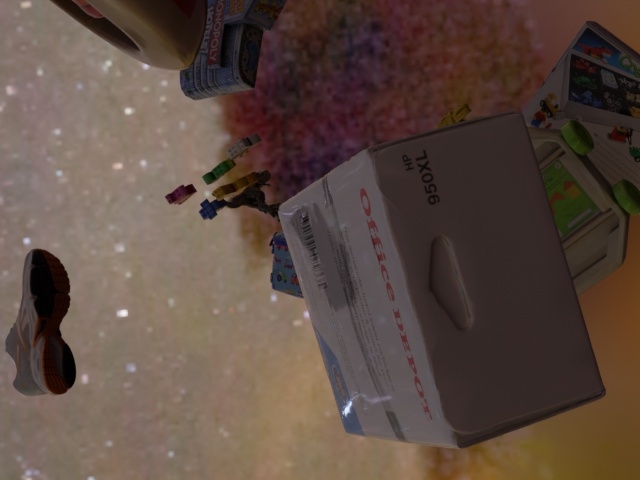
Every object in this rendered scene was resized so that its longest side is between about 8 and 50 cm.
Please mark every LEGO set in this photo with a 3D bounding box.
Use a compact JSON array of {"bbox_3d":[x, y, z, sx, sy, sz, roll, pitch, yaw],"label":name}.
[{"bbox_3d":[-0.199,-0.102,2.422,0.087,0.227,0.093,56,-153,5],"label":"LEGO set"}]

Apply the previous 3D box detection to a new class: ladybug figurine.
[{"bbox_3d":[-0.309,-0.396,1.682,0.449,0.305,0.162,38,-97,-45],"label":"ladybug figurine"}]

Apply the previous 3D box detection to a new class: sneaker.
[{"bbox_3d":[-0.505,0.146,2.221,0.099,0.121,0.263,16,-117,-54],"label":"sneaker"}]

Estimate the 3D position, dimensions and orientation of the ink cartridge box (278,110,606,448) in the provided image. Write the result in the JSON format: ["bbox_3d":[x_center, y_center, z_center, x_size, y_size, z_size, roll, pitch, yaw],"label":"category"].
[{"bbox_3d":[0.107,0.052,1.330,0.395,0.166,0.286,156,97,-75],"label":"ink cartridge box"}]

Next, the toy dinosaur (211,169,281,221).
[{"bbox_3d":[-0.134,-0.084,2.643,0.064,0.118,0.268,-64,-8,18],"label":"toy dinosaur"}]

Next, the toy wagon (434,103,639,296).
[{"bbox_3d":[0.313,-0.072,1.945,0.344,0.267,0.068,50,-150,0],"label":"toy wagon"}]

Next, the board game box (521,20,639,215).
[{"bbox_3d":[0.484,-0.176,1.995,0.193,0.305,0.053,-56,-19,25],"label":"board game box"}]

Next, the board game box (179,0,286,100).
[{"bbox_3d":[-0.141,-0.330,1.998,0.060,0.194,0.194,19,-107,-42],"label":"board game box"}]

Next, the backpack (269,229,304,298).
[{"bbox_3d":[0.000,0.000,2.026,0.116,0.158,0.173,-8,-72,-44],"label":"backpack"}]
